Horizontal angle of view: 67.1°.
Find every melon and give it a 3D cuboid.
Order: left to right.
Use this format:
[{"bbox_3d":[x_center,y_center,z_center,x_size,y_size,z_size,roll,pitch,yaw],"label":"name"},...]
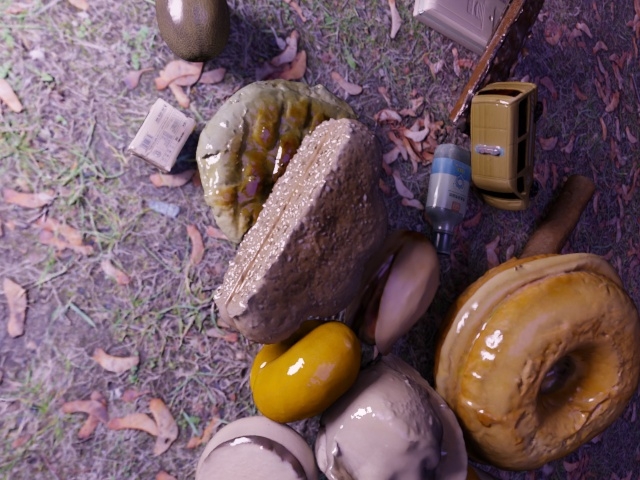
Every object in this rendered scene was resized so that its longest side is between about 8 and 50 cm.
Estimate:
[{"bbox_3d":[-0.174,-0.310,0.658,0.098,0.098,0.130,-9,98,-30],"label":"melon"}]

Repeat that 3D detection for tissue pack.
[{"bbox_3d":[-0.216,-0.142,0.661,0.062,0.042,0.083,30,75,-25],"label":"tissue pack"}]

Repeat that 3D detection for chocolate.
[{"bbox_3d":[0.346,-0.357,0.939,0.102,0.065,0.329,18,101,-44],"label":"chocolate"}]

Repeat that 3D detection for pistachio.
[{"bbox_3d":[0.119,0.080,0.805,0.144,0.144,0.215,38,69,-25],"label":"pistachio"}]

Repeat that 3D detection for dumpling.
[{"bbox_3d":[0.119,0.285,0.707,0.227,0.175,0.243,33,67,7],"label":"dumpling"}]

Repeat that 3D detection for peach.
[{"bbox_3d":[-0.023,0.181,0.696,0.179,0.179,0.103,-38,99,-25],"label":"peach"}]

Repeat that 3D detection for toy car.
[{"bbox_3d":[0.345,-0.163,0.916,0.124,0.101,0.256,-34,127,-35],"label":"toy car"}]

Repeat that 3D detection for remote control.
[{"bbox_3d":[0.304,-0.445,0.967,0.277,0.056,0.102,12,84,-33],"label":"remote control"}]

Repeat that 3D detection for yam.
[{"bbox_3d":[0.518,-0.017,1.076,0.081,0.081,0.356,48,68,-21],"label":"yam"}]

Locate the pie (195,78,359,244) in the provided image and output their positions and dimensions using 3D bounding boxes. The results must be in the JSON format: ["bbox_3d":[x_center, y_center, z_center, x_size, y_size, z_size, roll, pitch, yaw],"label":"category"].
[{"bbox_3d":[-0.046,-0.108,0.749,0.307,0.071,0.306,0,91,-30],"label":"pie"}]

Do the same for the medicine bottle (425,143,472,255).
[{"bbox_3d":[0.243,-0.077,0.926,0.090,0.054,0.208,15,81,-34],"label":"medicine bottle"}]

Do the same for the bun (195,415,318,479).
[{"bbox_3d":[-0.087,0.330,0.685,0.173,0.120,0.172,1,95,6],"label":"bun"}]

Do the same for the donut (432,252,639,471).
[{"bbox_3d":[0.400,0.220,0.895,0.449,0.198,0.448,-7,108,-21],"label":"donut"}]

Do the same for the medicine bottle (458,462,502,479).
[{"bbox_3d":[0.213,0.484,0.795,0.232,0.238,0.237,34,73,-27],"label":"medicine bottle"}]

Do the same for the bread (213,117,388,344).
[{"bbox_3d":[0.002,0.000,0.686,0.183,0.102,0.337,36,77,-31],"label":"bread"}]

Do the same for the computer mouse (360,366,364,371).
[{"bbox_3d":[0.083,0.261,0.833,0.135,0.047,0.079,21,72,-17],"label":"computer mouse"}]
